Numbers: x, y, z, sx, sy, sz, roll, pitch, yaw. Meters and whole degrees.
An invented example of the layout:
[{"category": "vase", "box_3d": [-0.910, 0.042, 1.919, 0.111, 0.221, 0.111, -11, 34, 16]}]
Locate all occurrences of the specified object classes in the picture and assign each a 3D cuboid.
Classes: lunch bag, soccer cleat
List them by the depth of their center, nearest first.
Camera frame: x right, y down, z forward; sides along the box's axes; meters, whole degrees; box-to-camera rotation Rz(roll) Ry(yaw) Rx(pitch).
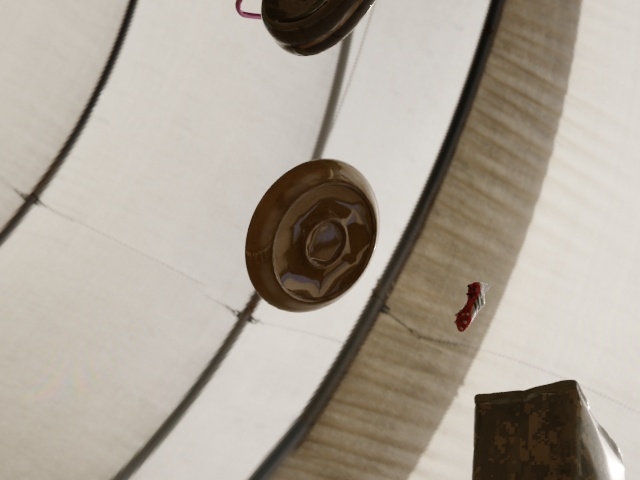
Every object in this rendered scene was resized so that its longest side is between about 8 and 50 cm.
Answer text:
[{"category": "lunch bag", "box_3d": [0.312, 0.357, 1.052, 0.169, 0.287, 0.235, -17, -139, 30]}, {"category": "soccer cleat", "box_3d": [0.221, 0.097, 1.175, 0.029, 0.035, 0.083, 42, -56, 50]}]

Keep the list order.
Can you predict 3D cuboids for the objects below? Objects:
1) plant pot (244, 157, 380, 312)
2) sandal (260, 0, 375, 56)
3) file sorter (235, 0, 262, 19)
[{"category": "plant pot", "box_3d": [0.000, 0.000, 1.171, 0.236, 0.236, 0.032, -46, -141, -12]}, {"category": "sandal", "box_3d": [0.026, -0.197, 0.397, 0.219, 0.060, 0.090, -55, -138, 14]}, {"category": "file sorter", "box_3d": [-0.073, -0.452, 1.051, 0.202, 0.182, 0.291, -45, -112, 37]}]
